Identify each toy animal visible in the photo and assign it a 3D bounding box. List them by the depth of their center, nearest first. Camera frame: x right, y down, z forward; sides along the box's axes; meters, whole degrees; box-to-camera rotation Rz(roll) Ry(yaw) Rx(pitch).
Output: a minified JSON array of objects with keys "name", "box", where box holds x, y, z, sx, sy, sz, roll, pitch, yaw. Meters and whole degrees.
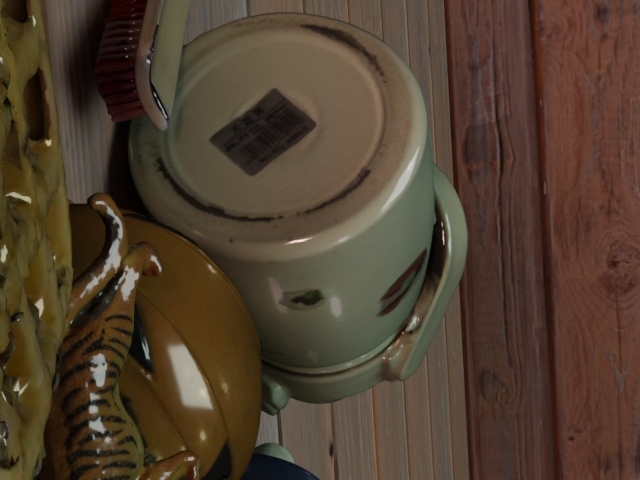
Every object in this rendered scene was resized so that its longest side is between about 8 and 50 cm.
[{"name":"toy animal","box":[-0.105,0.099,0.666,0.099,0.056,0.241,-30,119,-68]}]

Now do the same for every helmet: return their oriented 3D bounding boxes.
[{"name":"helmet","box":[-0.104,0.078,0.806,0.198,0.130,0.224,-73,156,-60]}]

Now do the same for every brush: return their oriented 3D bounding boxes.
[{"name":"brush","box":[-0.117,-0.185,0.982,0.321,0.050,0.060,-87,165,-52]}]

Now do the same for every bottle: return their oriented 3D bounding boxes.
[{"name":"bottle","box":[0.000,0.000,1.071,0.352,0.229,0.229,72,21,-59]}]

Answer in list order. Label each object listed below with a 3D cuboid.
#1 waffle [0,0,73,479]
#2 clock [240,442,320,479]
[{"name":"waffle","box":[-0.167,-0.080,0.441,0.261,0.114,0.376,-92,179,-60]},{"name":"clock","box":[-0.045,0.245,1.011,0.243,0.146,0.200,75,22,-67]}]
